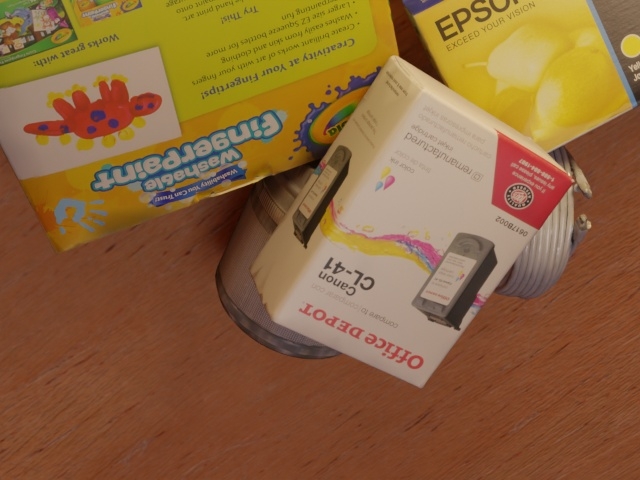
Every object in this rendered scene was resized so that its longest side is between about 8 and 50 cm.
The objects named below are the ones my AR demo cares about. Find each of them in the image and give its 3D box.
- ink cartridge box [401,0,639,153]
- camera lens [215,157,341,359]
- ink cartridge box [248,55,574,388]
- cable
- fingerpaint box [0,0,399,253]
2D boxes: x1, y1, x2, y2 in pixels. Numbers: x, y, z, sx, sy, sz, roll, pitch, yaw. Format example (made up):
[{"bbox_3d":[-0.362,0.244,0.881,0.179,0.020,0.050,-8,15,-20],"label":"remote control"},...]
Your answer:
[{"bbox_3d":[0.268,-0.274,1.376,0.303,0.072,0.307,-28,104,3],"label":"ink cartridge box"},{"bbox_3d":[0.000,0.000,1.512,0.219,0.219,0.274,7,127,-28],"label":"camera lens"},{"bbox_3d":[0.099,-0.016,1.311,0.226,0.131,0.306,26,105,-24],"label":"ink cartridge box"},{"bbox_3d":[0.258,-0.047,1.553,0.089,0.257,0.257,-3,136,-13],"label":"cable"},{"bbox_3d":[-0.155,-0.232,1.277,0.444,0.163,0.371,-20,134,-4],"label":"fingerpaint box"}]
